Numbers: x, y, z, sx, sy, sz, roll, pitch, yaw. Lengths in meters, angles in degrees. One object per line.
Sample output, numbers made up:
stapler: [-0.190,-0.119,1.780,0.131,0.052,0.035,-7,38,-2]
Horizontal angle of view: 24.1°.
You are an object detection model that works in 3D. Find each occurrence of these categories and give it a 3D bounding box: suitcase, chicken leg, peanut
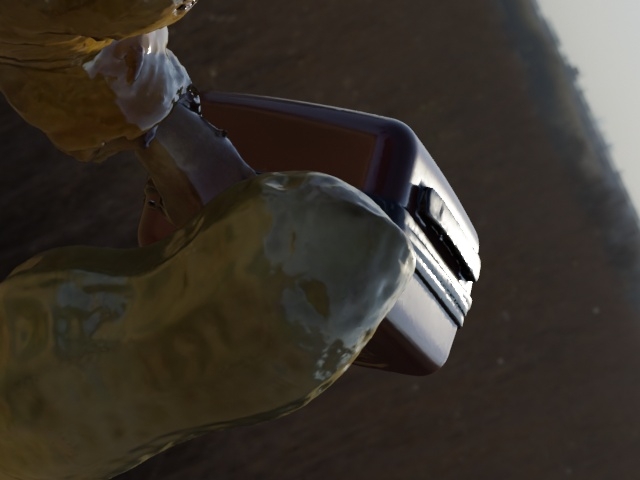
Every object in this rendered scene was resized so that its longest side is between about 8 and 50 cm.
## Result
suitcase: [0.000,0.000,1.267,0.297,0.236,0.161,49,55,-64]
chicken leg: [-0.139,-0.136,0.844,0.182,0.295,0.409,-57,131,-27]
peanut: [-0.079,0.041,0.728,0.125,0.274,0.111,45,32,-34]
